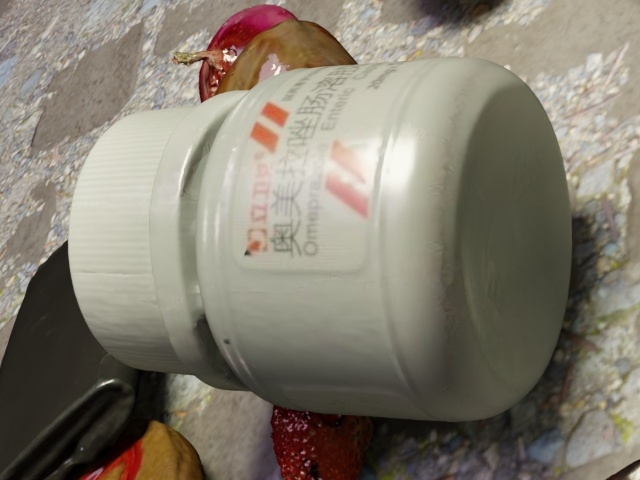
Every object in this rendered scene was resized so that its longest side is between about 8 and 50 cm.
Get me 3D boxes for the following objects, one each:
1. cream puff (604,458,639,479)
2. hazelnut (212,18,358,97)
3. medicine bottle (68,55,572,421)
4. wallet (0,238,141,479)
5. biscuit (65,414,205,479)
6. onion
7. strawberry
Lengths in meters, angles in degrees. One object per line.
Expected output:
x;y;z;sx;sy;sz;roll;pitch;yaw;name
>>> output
0.207;0.214;0.634;0.239;0.165;0.239;-32;38;29;cream puff
-0.026;-0.082;1.189;0.186;0.210;0.210;-42;33;8;hazelnut
0.000;0.000;0.969;0.306;0.245;0.245;-1;57;30;medicine bottle
-0.240;0.097;1.341;0.228;0.062;0.406;-41;23;20;wallet
-0.230;0.273;1.201;0.367;0.063;0.314;-27;39;43;biscuit
-0.095;-0.184;1.422;0.150;0.140;0.150;-32;49;47;onion
0.001;0.151;1.039;0.083;0.083;0.096;-13;52;45;strawberry
